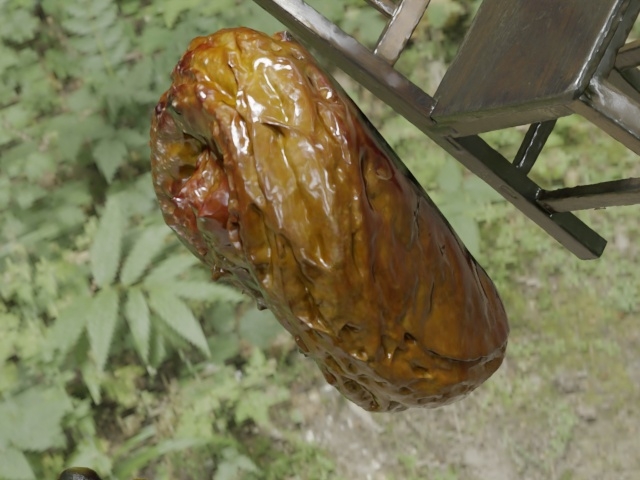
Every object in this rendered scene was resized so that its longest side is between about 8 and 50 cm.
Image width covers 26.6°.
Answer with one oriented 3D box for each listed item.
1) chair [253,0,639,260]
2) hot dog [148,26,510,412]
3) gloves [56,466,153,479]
[{"bbox_3d":[0.169,-0.177,1.043,0.240,0.416,0.203,-6,52,62],"label":"chair"},{"bbox_3d":[0.003,-0.001,0.630,0.099,0.227,0.160,-45,39,-9],"label":"hot dog"},{"bbox_3d":[-0.102,0.236,0.558,0.116,0.294,0.133,9,6,20],"label":"gloves"}]
